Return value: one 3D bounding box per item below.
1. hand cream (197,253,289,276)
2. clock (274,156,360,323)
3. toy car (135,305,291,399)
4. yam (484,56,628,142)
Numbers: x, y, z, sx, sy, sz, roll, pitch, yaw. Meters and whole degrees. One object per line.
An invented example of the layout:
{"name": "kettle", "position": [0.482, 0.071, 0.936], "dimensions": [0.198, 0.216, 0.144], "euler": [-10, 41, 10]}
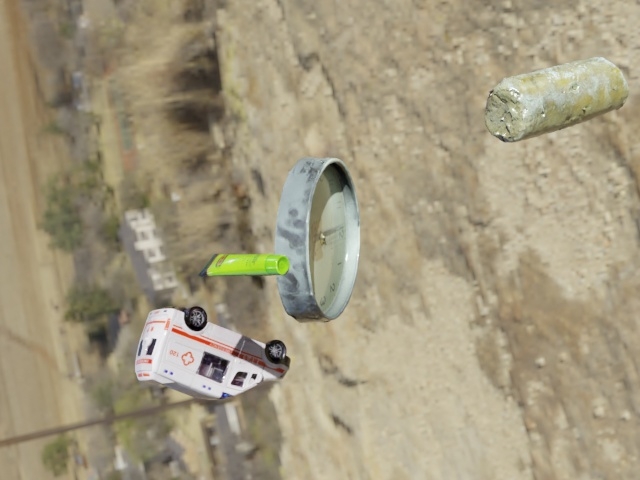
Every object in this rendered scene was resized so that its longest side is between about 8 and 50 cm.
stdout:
{"name": "hand cream", "position": [-0.084, 0.028, 1.310], "dimensions": [0.122, 0.036, 0.023], "euler": [-2, 132, 43]}
{"name": "clock", "position": [0.000, 0.000, 1.590], "dimensions": [0.049, 0.226, 0.226], "euler": [2, 106, 21]}
{"name": "toy car", "position": [-0.141, 0.164, 1.593], "dimensions": [0.089, 0.209, 0.108], "euler": [-17, 55, 55]}
{"name": "yam", "position": [0.275, -0.167, 1.393], "dimensions": [0.078, 0.179, 0.078], "euler": [39, 139, 46]}
